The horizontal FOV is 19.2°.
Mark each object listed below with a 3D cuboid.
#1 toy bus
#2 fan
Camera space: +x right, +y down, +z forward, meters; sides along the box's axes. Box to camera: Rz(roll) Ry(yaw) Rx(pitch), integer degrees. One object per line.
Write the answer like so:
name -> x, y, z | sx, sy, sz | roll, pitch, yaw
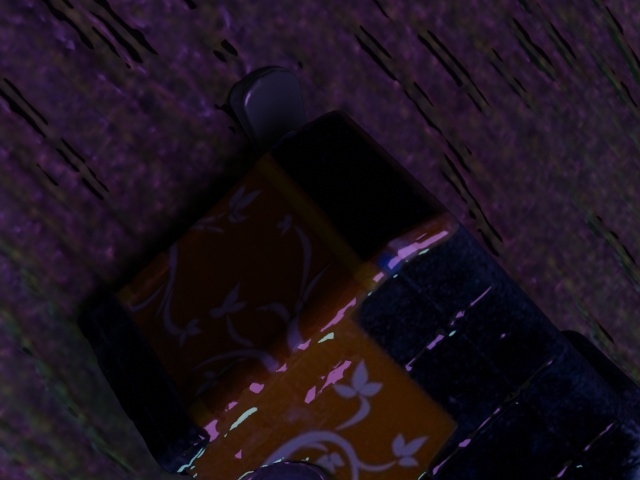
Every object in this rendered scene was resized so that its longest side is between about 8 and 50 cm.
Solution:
toy bus -> 0.057, 0.108, 0.938 | 0.194, 0.162, 0.323 | -45, 122, 1
fan -> 0.000, 0.000, 0.981 | 0.038, 0.016, 0.193 | -31, 115, -24
